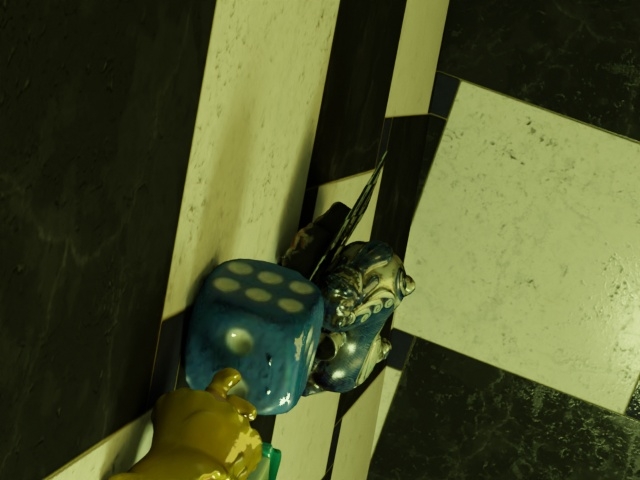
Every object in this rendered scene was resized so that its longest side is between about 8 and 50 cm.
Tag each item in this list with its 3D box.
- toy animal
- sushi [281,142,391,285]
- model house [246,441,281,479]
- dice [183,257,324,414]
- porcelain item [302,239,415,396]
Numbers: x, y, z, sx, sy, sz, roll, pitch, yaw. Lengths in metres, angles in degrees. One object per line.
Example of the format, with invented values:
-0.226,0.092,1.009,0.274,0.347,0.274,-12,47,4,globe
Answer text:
-0.143,0.244,1.565,0.230,0.156,0.156,-55,157,-40,toy animal
0.000,0.000,2.195,0.292,0.059,0.294,-58,174,-21,sushi
-0.115,0.311,1.858,0.149,0.100,0.127,-60,160,-54,model house
-0.080,0.116,1.717,0.146,0.143,0.146,-59,162,-64,dice
0.035,0.130,2.225,0.186,0.138,0.288,-38,159,-49,porcelain item
